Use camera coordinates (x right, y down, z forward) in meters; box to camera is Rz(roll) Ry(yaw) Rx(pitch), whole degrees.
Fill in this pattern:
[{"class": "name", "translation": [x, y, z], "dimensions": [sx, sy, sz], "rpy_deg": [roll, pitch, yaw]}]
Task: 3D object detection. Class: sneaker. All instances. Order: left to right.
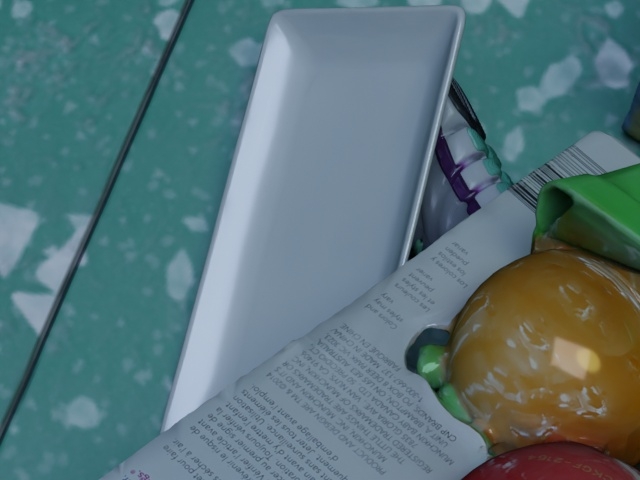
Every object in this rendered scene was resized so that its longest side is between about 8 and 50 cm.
[{"class": "sneaker", "translation": [0.075, 0.004, 1.010], "dimensions": [0.098, 0.083, 0.223], "rpy_deg": [-31, 66, 10]}]

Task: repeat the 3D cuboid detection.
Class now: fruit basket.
[{"class": "fruit basket", "translation": [0.131, 0.121, 0.801], "dimensions": [0.353, 0.165, 0.327], "rpy_deg": [-38, 56, -23]}]

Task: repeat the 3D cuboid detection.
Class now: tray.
[{"class": "tray", "translation": [0.000, 0.000, 0.983], "dimensions": [0.145, 0.030, 0.270], "rpy_deg": [6, 77, 40]}]

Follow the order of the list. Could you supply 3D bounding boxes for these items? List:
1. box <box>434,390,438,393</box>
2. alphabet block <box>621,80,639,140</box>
[{"class": "box", "translation": [0.122, 0.239, 0.914], "dimensions": [0.307, 0.076, 0.242], "rpy_deg": [42, 76, 14]}, {"class": "alphabet block", "translation": [0.309, -0.114, 0.975], "dimensions": [0.197, 0.193, 0.192], "rpy_deg": [34, 76, 12]}]
